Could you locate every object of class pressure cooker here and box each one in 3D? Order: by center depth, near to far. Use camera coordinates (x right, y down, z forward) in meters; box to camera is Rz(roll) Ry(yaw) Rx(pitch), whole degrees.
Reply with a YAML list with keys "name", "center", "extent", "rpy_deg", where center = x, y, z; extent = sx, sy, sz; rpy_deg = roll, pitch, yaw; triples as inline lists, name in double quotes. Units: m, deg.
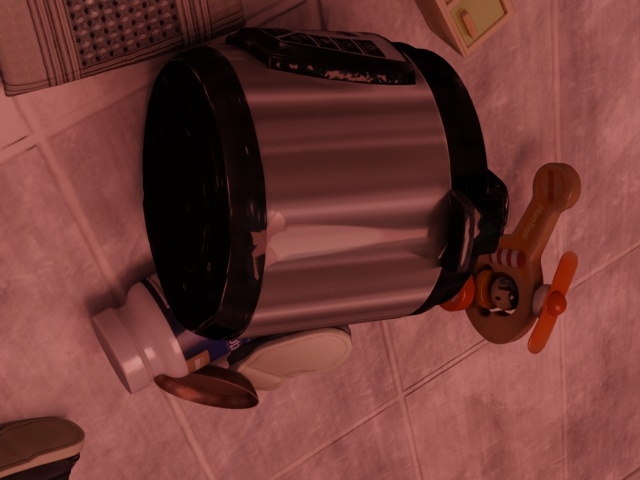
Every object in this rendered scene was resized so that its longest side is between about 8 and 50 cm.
- name: "pressure cooker"
  center: [0.014, -0.072, 1.477]
  extent: [0.421, 0.369, 0.375]
  rpy_deg: [-5, 157, -24]

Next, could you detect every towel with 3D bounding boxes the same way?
- name: "towel"
  center: [-0.226, -0.315, 1.274]
  extent: [0.312, 0.056, 0.324]
  rpy_deg: [-18, 142, -16]

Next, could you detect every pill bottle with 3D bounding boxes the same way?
- name: "pill bottle"
  center: [-0.185, 0.104, 1.678]
  extent: [0.265, 0.153, 0.153]
  rpy_deg: [-28, 140, -16]

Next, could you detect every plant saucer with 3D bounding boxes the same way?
- name: "plant saucer"
  center: [-0.177, 0.226, 1.831]
  extent: [0.168, 0.168, 0.029]
  rpy_deg: [47, 48, -52]

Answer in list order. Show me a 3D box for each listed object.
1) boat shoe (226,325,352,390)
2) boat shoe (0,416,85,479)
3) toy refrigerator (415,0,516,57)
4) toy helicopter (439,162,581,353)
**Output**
- name: "boat shoe"
  center: [-0.051, 0.150, 1.767]
  extent: [0.116, 0.099, 0.319]
  rpy_deg: [21, 153, -22]
- name: "boat shoe"
  center: [-0.500, 0.345, 1.665]
  extent: [0.340, 0.127, 0.113]
  rpy_deg: [-11, 122, -45]
- name: "toy refrigerator"
  center: [0.169, -0.374, 1.564]
  extent: [0.102, 0.094, 0.269]
  rpy_deg: [-41, 143, -1]
- name: "toy helicopter"
  center: [0.357, 0.031, 1.998]
  extent: [0.140, 0.235, 0.355]
  rpy_deg: [-4, 129, -38]
